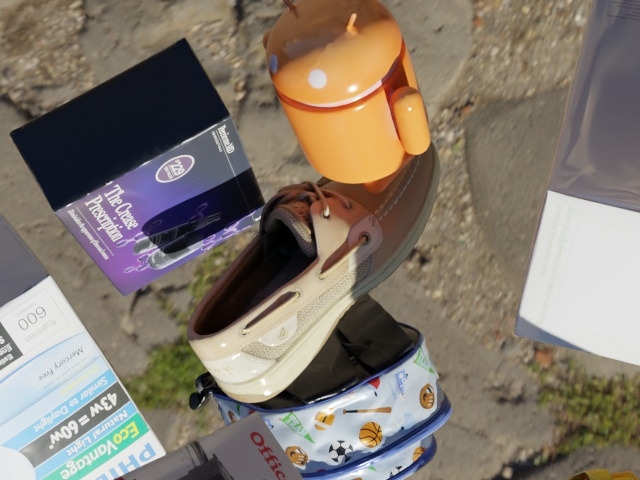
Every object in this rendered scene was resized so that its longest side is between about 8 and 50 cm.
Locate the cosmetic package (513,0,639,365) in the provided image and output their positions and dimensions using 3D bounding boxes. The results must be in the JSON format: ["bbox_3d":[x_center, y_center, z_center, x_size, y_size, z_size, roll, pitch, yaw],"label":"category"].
[{"bbox_3d":[0.295,-0.085,1.206,0.155,0.365,0.197,14,137,10],"label":"cosmetic package"}]

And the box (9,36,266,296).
[{"bbox_3d":[-0.166,-0.063,1.289,0.184,0.261,0.103,-32,71,-5],"label":"box"}]

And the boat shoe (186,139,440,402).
[{"bbox_3d":[0.000,0.000,1.294,0.121,0.341,0.110,17,151,40],"label":"boat shoe"}]

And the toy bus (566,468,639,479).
[{"bbox_3d":[0.383,0.344,1.417,0.211,0.149,0.220,-13,70,-6],"label":"toy bus"}]

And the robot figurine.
[{"bbox_3d":[0.024,-0.140,1.198,0.128,0.158,0.219,-17,140,6],"label":"robot figurine"}]

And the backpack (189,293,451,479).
[{"bbox_3d":[0.022,0.196,1.564,0.276,0.263,0.213,-32,98,-18],"label":"backpack"}]

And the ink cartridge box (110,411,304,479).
[{"bbox_3d":[-0.069,0.176,0.750,0.109,0.150,0.063,54,130,14],"label":"ink cartridge box"}]

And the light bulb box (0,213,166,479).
[{"bbox_3d":[-0.466,0.226,1.789,0.358,0.225,0.361,-35,126,-12],"label":"light bulb box"}]
